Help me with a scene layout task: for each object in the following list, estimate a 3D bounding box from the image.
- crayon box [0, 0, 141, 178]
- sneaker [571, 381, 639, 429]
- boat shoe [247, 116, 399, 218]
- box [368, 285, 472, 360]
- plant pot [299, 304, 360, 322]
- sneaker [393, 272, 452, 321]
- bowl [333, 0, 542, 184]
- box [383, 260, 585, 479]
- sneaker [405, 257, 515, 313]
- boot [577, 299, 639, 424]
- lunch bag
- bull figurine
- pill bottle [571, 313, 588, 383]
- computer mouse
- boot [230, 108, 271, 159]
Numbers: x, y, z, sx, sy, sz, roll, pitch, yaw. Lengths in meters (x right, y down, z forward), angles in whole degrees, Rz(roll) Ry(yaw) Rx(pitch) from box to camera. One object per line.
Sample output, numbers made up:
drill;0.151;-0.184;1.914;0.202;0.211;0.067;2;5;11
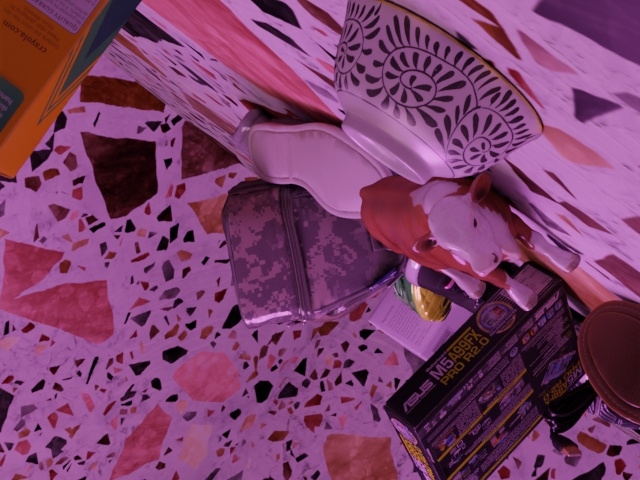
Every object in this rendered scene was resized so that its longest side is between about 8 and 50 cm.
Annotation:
crayon box;-0.318;-0.208;1.013;0.203;0.323;0.083;36;178;5
sneaker;0.413;0.187;1.628;0.275;0.107;0.110;29;-154;26
boat shoe;0.020;-0.109;1.410;0.099;0.116;0.319;-15;-160;-31
box;0.197;0.116;1.947;0.119;0.182;0.181;33;177;20
plant pot;0.006;-0.006;1.946;0.256;0.256;0.274;35;161;3
sneaker;0.151;0.064;1.688;0.123;0.109;0.295;26;173;14
bowl;0.068;-0.093;0.776;0.170;0.080;0.170;35;178;1
box;0.218;0.188;1.369;0.060;0.270;0.216;34;160;41
sneaker;0.218;0.055;1.460;0.147;0.104;0.296;33;-177;25
boot;0.422;0.176;1.135;0.220;0.109;0.283;25;-174;-41
lunch bag;0.000;0.000;1.601;0.305;0.256;0.212;-85;-17;-83
bull figurine;0.147;-0.007;1.121;0.188;0.101;0.310;34;178;-21
pill bottle;0.359;0.149;1.531;0.078;0.078;0.137;37;177;-42
computer mouse;0.375;0.205;1.321;0.060;0.184;0.262;54;173;-16
boot;-0.088;-0.160;1.827;0.123;0.095;0.258;41;170;1
